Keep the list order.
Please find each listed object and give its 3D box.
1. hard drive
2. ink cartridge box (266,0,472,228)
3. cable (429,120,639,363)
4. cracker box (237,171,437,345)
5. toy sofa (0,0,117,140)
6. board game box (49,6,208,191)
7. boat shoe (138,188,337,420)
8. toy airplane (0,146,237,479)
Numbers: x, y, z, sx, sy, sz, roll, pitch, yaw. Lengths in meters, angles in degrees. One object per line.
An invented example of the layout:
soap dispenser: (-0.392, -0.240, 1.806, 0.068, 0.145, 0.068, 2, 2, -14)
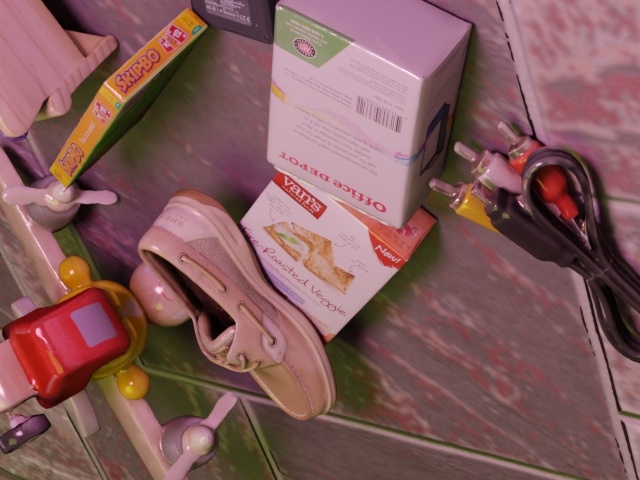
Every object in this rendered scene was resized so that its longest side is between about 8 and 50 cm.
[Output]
hard drive: (-0.086, -0.251, 1.692, 0.094, 0.022, 0.135, 21, 143, 25)
ink cartridge box: (0.039, -0.131, 1.654, 0.154, 0.093, 0.212, 28, 143, 17)
cable: (0.243, -0.003, 1.675, 0.287, 0.072, 0.139, 36, 131, -18)
cracker box: (0.000, 0.000, 1.867, 0.155, 0.067, 0.232, 39, 146, -1)
toy sofa: (-0.389, -0.268, 1.819, 0.150, 0.177, 0.362, -8, 126, 47)
board game box: (-0.199, -0.135, 1.823, 0.039, 0.124, 0.259, 43, 152, 0)
boat shoe: (-0.089, 0.088, 1.906, 0.109, 0.098, 0.302, 0, 131, 45)
toy airplane: (-0.254, 0.109, 2.104, 0.386, 0.272, 0.384, 60, 179, -42)
